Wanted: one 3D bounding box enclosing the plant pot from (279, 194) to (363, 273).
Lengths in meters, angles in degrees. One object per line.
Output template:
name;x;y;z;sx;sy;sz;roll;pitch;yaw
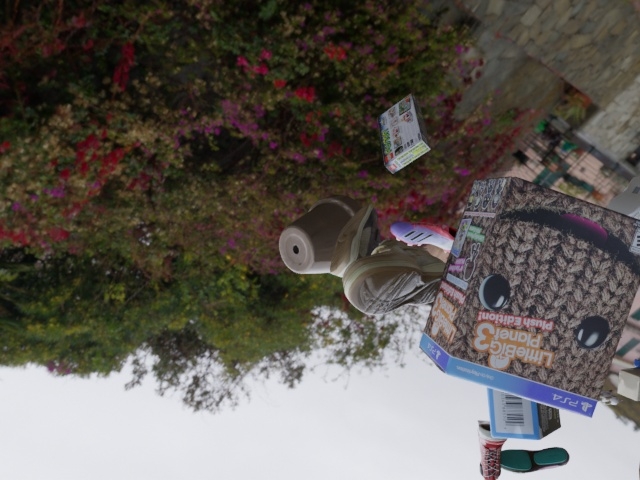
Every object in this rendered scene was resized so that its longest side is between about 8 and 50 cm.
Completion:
plant pot;0.000;0.000;1.710;0.229;0.263;0.263;-17;-123;-45

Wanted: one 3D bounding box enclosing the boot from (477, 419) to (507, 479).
boot;0.495;0.614;1.574;0.089;0.176;0.244;0;165;11

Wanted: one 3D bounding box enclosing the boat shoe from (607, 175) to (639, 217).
boat shoe;0.737;-0.087;1.311;0.066;0.063;0.184;15;-135;38

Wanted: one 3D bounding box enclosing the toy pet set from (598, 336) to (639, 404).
toy pet set;0.482;0.205;0.874;0.065;0.122;0.114;-1;-173;-23

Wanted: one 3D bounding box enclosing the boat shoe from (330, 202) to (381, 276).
boat shoe;0.095;0.010;1.270;0.092;0.103;0.285;39;-151;-9

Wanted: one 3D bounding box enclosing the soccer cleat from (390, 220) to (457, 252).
soccer cleat;0.336;-0.025;1.665;0.248;0.095;0.083;16;-138;-6

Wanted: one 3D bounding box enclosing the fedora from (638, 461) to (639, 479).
fedora;0.634;0.414;0.938;0.194;0.194;0.079;48;176;22

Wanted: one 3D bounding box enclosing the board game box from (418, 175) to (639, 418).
board game box;0.315;0.077;0.827;0.232;0.290;0.141;17;-177;-5

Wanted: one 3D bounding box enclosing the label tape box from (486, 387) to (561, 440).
label tape box;0.502;0.327;1.327;0.348;0.115;0.249;15;-111;-53

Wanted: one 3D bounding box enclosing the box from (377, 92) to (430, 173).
box;0.205;-0.272;1.380;0.036;0.114;0.207;37;-145;-33

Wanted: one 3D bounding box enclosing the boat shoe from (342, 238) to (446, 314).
boat shoe;0.123;0.052;0.932;0.302;0.109;0.098;2;-139;-51

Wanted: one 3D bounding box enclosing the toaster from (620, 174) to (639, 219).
toaster;0.979;-0.107;1.631;0.110;0.185;0.168;-32;-111;-18

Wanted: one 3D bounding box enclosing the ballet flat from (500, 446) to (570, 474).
ballet flat;0.647;0.680;1.685;0.076;0.222;0.079;-90;-15;-46
